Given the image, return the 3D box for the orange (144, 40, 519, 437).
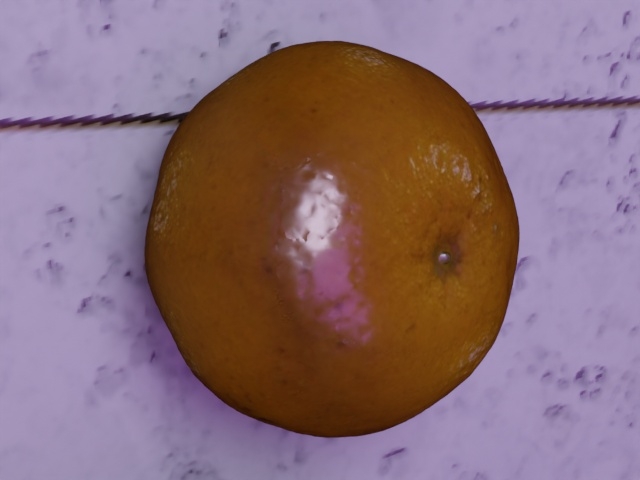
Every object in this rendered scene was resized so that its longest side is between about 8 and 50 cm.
[{"bbox_3d":[0.000,0.000,0.745,0.159,0.136,0.159,-8,101,-44],"label":"orange"}]
